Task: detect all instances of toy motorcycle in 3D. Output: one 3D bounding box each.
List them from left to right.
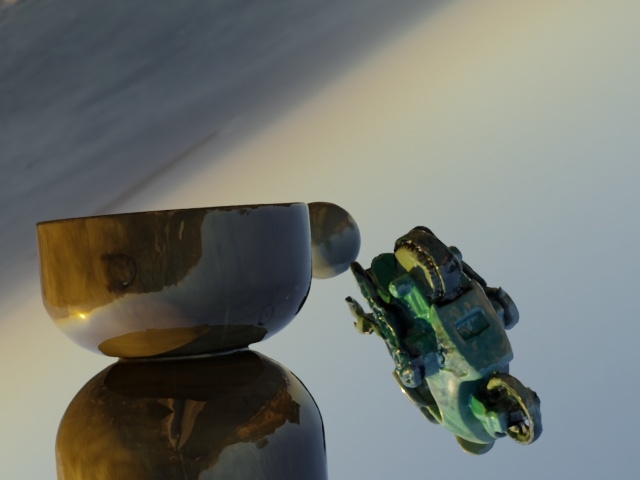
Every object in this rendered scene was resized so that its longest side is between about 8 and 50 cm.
[{"bbox_3d":[0.135,0.115,1.550,0.154,0.260,0.206,-28,174,-26],"label":"toy motorcycle"}]

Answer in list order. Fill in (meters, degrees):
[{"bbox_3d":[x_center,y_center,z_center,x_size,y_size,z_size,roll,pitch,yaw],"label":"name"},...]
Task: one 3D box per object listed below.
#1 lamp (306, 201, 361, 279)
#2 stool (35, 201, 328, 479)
[{"bbox_3d":[0.000,0.000,1.873,0.105,0.105,0.105,-34,-176,3],"label":"lamp"},{"bbox_3d":[-0.085,0.112,0.934,0.179,0.264,0.179,-5,-179,0],"label":"stool"}]
